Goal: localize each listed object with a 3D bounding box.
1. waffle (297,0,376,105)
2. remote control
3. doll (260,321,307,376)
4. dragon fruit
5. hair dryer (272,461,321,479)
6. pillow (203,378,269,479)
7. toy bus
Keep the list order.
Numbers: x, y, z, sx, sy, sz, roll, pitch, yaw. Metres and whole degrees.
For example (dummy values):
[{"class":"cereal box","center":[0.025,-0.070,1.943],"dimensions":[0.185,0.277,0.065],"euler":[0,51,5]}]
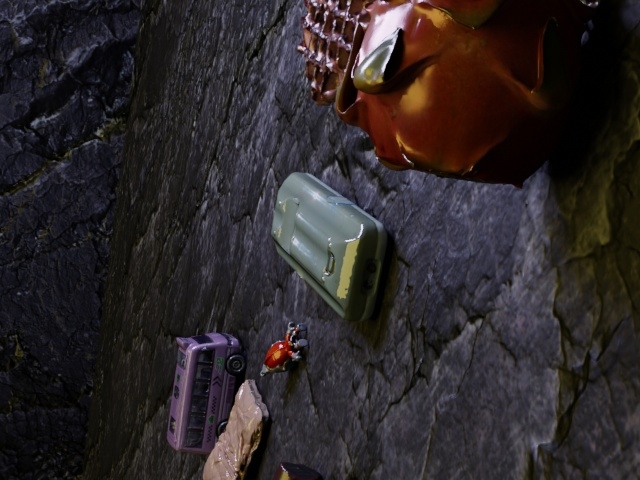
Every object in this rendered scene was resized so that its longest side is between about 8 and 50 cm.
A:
[{"class":"waffle","center":[0.027,-0.312,1.507],"dimensions":[0.221,0.055,0.234],"euler":[128,139,-53]},{"class":"remote control","center":[0.000,0.000,1.457],"dimensions":[0.335,0.065,0.128],"euler":[-140,56,-67]},{"class":"doll","center":[-0.053,0.163,1.590],"dimensions":[0.057,0.039,0.114],"euler":[54,130,15]},{"class":"dragon fruit","center":[0.123,-0.157,0.958],"dimensions":[0.224,0.224,0.227],"euler":[174,107,-70]},{"class":"hair dryer","center":[-0.095,0.427,1.574],"dimensions":[0.340,0.123,0.312],"euler":[-138,67,-79]},{"class":"pillow","center":[-0.137,0.339,1.747],"dimensions":[0.232,0.043,0.126],"euler":[-67,26,22]},{"class":"toy bus","center":[-0.195,0.254,1.848],"dimensions":[0.096,0.108,0.199],"euler":[-166,83,-70]}]
